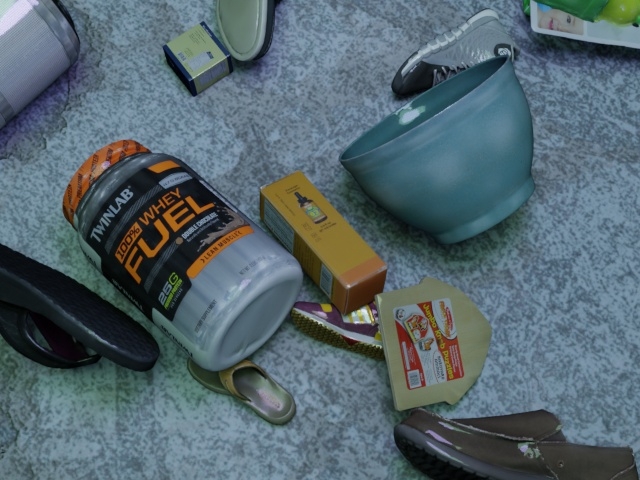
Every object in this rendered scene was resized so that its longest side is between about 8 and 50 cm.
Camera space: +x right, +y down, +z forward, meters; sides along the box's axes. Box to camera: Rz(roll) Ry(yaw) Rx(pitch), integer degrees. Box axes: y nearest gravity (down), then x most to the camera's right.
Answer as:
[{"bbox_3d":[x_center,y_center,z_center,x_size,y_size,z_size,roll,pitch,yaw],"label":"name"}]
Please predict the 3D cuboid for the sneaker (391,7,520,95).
[{"bbox_3d":[0.237,-0.279,1.627,0.229,0.086,0.132,-36,76,-13],"label":"sneaker"}]

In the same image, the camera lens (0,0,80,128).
[{"bbox_3d":[-0.537,-0.299,1.561,0.219,0.219,0.274,40,75,13],"label":"camera lens"}]

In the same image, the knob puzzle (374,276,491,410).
[{"bbox_3d":[0.172,0.150,1.475,0.213,0.030,0.213,6,78,-28],"label":"knob puzzle"}]

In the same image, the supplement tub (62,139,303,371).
[{"bbox_3d":[-0.207,0.013,1.447,0.338,0.207,0.207,39,75,20],"label":"supplement tub"}]

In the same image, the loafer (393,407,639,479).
[{"bbox_3d":[0.282,0.302,1.405,0.366,0.134,0.130,19,67,-4],"label":"loafer"}]

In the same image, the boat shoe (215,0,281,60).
[{"bbox_3d":[-0.110,-0.441,1.673,0.113,0.127,0.340,13,52,-43],"label":"boat shoe"}]

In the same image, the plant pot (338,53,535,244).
[{"bbox_3d":[0.200,-0.118,1.487,0.293,0.293,0.196,-34,101,-11],"label":"plant pot"}]

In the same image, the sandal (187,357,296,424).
[{"bbox_3d":[-0.115,0.209,1.469,0.180,0.049,0.072,32,73,11],"label":"sandal"}]

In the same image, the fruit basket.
[{"bbox_3d":[0.521,-0.468,1.654,0.353,0.165,0.327,6,70,-1],"label":"fruit basket"}]

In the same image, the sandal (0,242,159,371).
[{"bbox_3d":[-0.432,0.100,1.472,0.446,0.167,0.107,26,97,17],"label":"sandal"}]

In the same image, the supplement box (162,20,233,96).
[{"bbox_3d":[-0.203,-0.303,1.648,0.083,0.056,0.083,-35,74,-11],"label":"supplement box"}]

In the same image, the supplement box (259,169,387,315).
[{"bbox_3d":[0.000,0.000,1.498,0.078,0.080,0.233,-27,59,-23],"label":"supplement box"}]

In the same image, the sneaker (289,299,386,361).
[{"bbox_3d":[0.047,0.118,1.498,0.185,0.069,0.084,21,63,1],"label":"sneaker"}]
